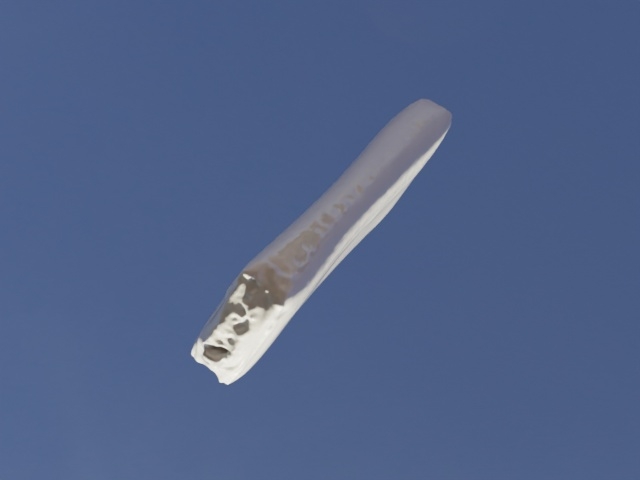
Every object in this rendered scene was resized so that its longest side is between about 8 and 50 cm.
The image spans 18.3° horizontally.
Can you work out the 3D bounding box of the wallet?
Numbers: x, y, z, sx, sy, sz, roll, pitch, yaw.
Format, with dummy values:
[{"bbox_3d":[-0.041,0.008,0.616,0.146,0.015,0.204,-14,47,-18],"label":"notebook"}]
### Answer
[{"bbox_3d":[0.000,0.000,1.013,0.033,0.190,0.095,38,-42,5],"label":"wallet"}]
